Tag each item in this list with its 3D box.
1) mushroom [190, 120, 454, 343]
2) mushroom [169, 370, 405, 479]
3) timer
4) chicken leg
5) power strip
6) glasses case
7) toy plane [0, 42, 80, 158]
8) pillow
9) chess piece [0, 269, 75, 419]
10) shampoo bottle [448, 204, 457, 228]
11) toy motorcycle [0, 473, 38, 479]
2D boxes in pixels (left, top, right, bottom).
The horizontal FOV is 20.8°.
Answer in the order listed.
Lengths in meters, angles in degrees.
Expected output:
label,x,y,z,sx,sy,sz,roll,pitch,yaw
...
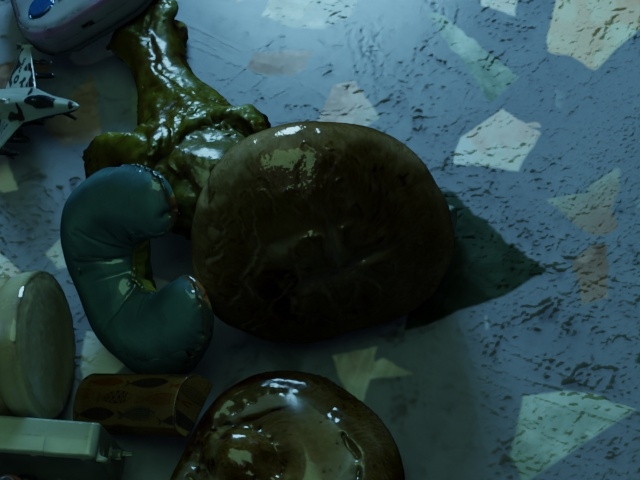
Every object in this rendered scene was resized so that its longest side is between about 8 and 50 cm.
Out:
label,x,y,z,sx,sy,sz,roll,pitch,yaw
mushroom,0.000,0.000,1.814,0.278,0.278,0.146,-20,30,-2
mushroom,-0.037,0.251,1.716,0.253,0.153,0.253,-6,59,9
timer,-0.284,-0.319,2.106,0.190,0.069,0.208,-31,43,8
chicken leg,-0.176,-0.122,1.974,0.211,0.140,0.361,-20,46,-22
power strip,-0.372,0.213,1.823,0.367,0.106,0.043,3,67,11
glasses case,-0.190,0.167,1.809,0.170,0.041,0.065,-3,54,45
toy plane,-0.345,-0.155,2.032,0.234,0.082,0.160,11,77,35
pillow,-0.192,0.036,1.829,0.086,0.214,0.233,-19,92,-35
chess piece,-0.428,0.127,1.866,0.299,0.167,0.167,-7,59,13
shampoo bottle,0.052,-0.038,1.926,0.195,0.056,0.056,17,65,20
toy motorcycle,-0.327,0.324,1.743,0.084,0.118,0.212,8,62,8
